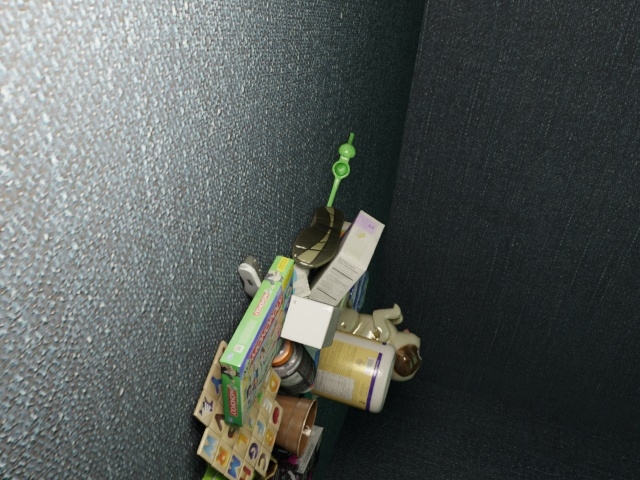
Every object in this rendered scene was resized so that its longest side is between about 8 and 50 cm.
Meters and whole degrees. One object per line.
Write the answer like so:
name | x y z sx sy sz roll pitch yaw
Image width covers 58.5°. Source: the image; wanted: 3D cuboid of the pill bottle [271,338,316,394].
pill bottle | -0.096 0.324 1.545 0.246 0.130 0.131 69 36 -59

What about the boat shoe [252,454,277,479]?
boat shoe | -0.188 0.601 1.515 0.307 0.104 0.111 39 66 -76

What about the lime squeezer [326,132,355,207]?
lime squeezer | 0.067 -0.250 1.883 0.110 0.058 0.311 -33 -144 63

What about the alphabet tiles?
alphabet tiles | -0.173 0.390 1.300 0.343 0.011 0.285 63 33 -43

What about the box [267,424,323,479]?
box | -0.096 0.778 2.024 0.247 0.142 0.164 -51 151 -65

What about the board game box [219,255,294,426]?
board game box | -0.132 0.215 1.258 0.317 0.046 0.214 -64 165 -47

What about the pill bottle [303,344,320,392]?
pill bottle | -0.062 0.342 1.747 0.124 0.124 0.222 -44 146 -67

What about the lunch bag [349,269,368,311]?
lunch bag | 0.165 0.236 2.706 0.176 0.090 0.219 25 78 -74

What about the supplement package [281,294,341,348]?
supplement package | -0.019 0.201 1.412 0.179 0.105 0.105 42 65 -77

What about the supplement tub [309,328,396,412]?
supplement tub | 0.075 0.434 1.967 0.241 0.331 0.241 14 90 -77

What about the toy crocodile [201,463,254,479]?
toy crocodile | -0.195 0.479 1.391 0.341 0.105 0.115 -56 137 -51

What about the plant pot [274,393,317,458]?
plant pot | -0.111 0.507 1.615 0.167 0.165 0.167 13 90 -77

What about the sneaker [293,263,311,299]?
sneaker | -0.065 0.147 1.600 0.229 0.092 0.088 -63 160 -49

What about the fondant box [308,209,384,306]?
fondant box | 0.054 0.095 1.777 0.330 0.096 0.238 -53 -175 39

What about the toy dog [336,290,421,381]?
toy dog | 0.225 0.429 2.372 0.396 0.407 0.285 -61 164 -24

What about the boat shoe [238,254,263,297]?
boat shoe | -0.148 0.085 1.279 0.142 0.049 0.040 81 26 -55

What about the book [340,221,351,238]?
book | 0.116 0.002 2.222 0.035 0.096 0.144 -60 160 -52

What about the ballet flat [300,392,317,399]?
ballet flat | -0.020 0.556 2.235 0.083 0.087 0.248 -35 138 -72

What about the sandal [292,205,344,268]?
sandal | 0.002 0.000 1.702 0.303 0.120 0.086 -58 172 -55
